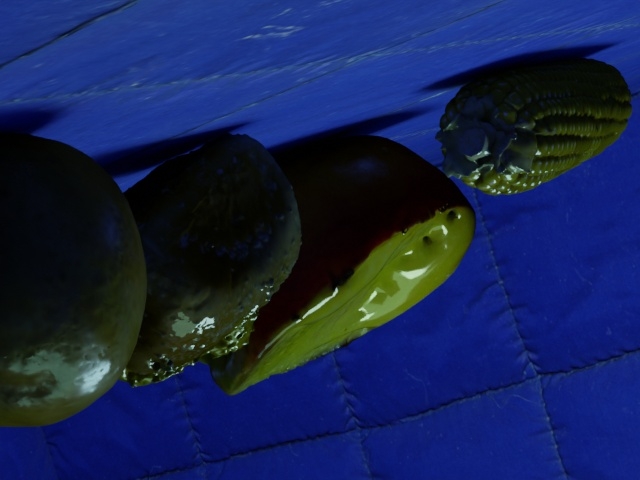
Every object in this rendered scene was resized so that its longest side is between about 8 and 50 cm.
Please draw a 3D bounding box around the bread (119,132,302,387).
[{"bbox_3d":[-0.125,0.022,1.539,0.196,0.176,0.246,-16,-159,43],"label":"bread"}]

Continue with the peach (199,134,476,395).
[{"bbox_3d":[0.000,0.000,1.997,0.380,0.242,0.306,-17,152,-40],"label":"peach"}]

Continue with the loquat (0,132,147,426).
[{"bbox_3d":[-0.223,0.023,1.099,0.213,0.213,0.213,-18,179,0],"label":"loquat"}]

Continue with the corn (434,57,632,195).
[{"bbox_3d":[0.260,-0.140,1.868,0.144,0.143,0.387,-19,-179,35],"label":"corn"}]
